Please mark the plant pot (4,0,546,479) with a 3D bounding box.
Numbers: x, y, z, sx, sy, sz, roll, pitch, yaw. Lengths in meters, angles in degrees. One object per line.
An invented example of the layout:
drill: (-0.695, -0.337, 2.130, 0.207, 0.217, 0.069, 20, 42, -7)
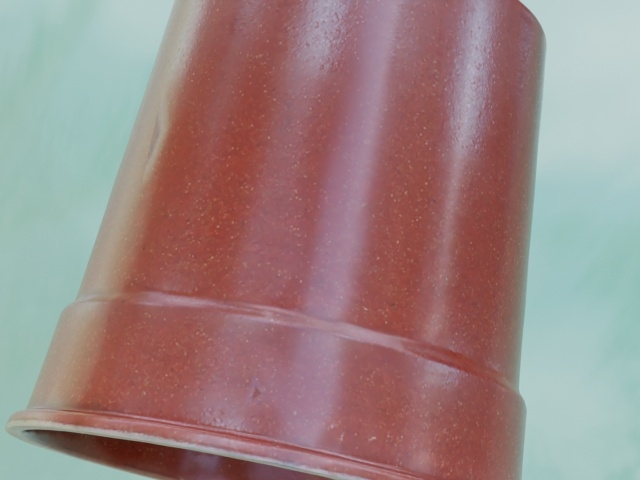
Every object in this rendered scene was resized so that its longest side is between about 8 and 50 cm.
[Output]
plant pot: (0.000, 0.000, 0.897, 0.272, 0.272, 0.265, 14, 77, -7)
